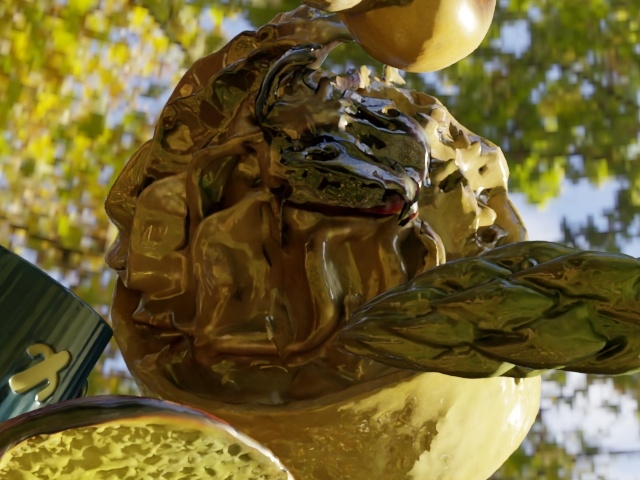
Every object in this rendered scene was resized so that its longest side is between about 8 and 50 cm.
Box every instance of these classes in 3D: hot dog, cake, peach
[{"bbox_3d":[0.026,-0.099,0.626,0.060,0.140,0.089,-12,-65,10],"label":"hot dog"},{"bbox_3d":[-0.007,0.004,1.351,0.332,0.332,0.321,-7,-55,11],"label":"cake"},{"bbox_3d":[-0.114,0.146,1.057,0.279,0.068,0.189,23,-55,-40],"label":"peach"}]

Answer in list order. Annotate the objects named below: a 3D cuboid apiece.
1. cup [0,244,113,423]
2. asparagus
[{"bbox_3d":[-0.215,0.100,1.222,0.131,0.155,0.176,28,-13,30],"label":"cup"},{"bbox_3d":[0.141,0.036,0.992,0.287,0.080,0.080,-7,-46,20],"label":"asparagus"}]
